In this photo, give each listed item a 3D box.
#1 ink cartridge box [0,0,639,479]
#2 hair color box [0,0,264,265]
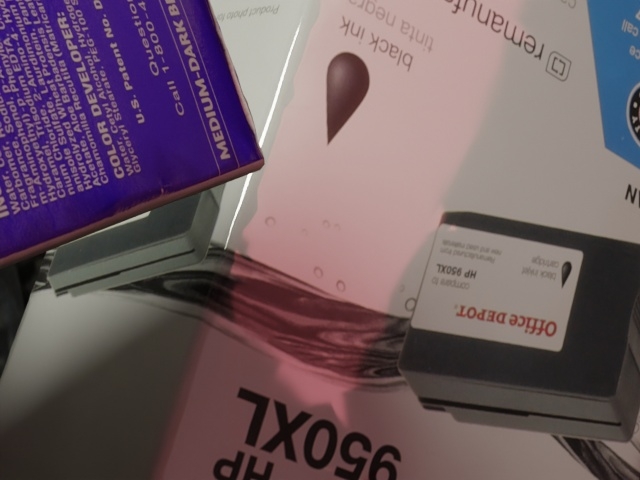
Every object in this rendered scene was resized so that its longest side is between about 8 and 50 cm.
[{"bbox_3d":[0.024,0.036,0.767,0.285,0.166,0.395,25,76,-34],"label":"ink cartridge box"},{"bbox_3d":[-0.169,-0.013,0.364,0.110,0.185,0.339,70,23,-5],"label":"hair color box"}]
